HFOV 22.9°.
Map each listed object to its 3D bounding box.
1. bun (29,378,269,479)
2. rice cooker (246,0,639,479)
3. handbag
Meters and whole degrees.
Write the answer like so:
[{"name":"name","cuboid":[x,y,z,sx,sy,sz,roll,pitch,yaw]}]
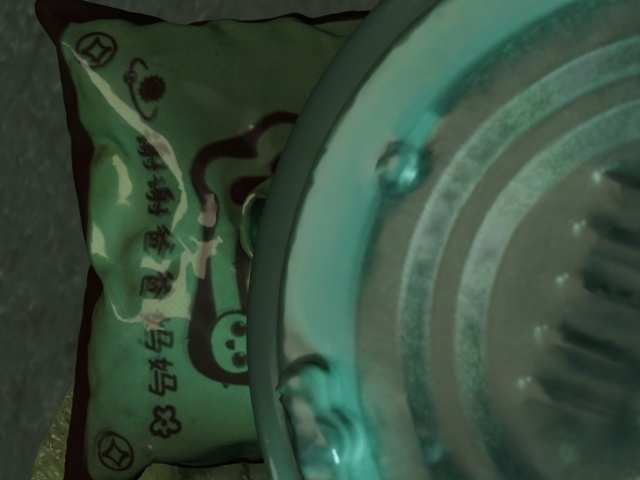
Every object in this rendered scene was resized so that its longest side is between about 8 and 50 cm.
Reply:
[{"name":"bun","cuboid":[-0.065,0.129,0.769,0.183,0.102,0.183,-30,45,35]},{"name":"rice cooker","cuboid":[0.126,0.028,0.481,0.264,0.316,0.317,-20,67,15]},{"name":"handbag","cuboid":[0.000,0.000,0.671,0.127,0.235,0.213,130,138,-84]}]
